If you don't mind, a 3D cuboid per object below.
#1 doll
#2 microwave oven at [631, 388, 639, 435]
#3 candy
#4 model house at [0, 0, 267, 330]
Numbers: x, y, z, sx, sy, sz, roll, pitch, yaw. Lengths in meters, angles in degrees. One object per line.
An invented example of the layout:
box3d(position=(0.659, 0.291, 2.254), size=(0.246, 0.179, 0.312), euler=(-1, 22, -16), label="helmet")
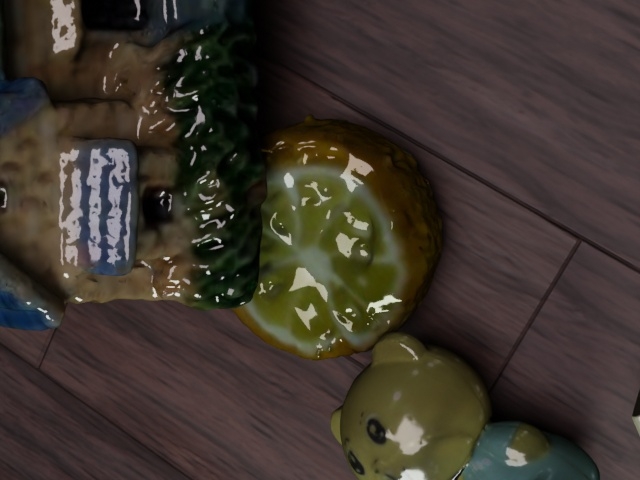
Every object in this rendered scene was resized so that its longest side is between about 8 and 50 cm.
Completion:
box3d(position=(0.138, 0.217, 1.016), size=(0.261, 0.161, 0.177), euler=(35, 131, 11), label="doll")
box3d(position=(0.422, 0.225, 0.917), size=(0.194, 0.145, 0.240), euler=(-24, 89, 26), label="microwave oven")
box3d(position=(0.000, 0.000, 1.059), size=(0.260, 0.118, 0.260), euler=(4, 101, 23), label="candy")
box3d(position=(-0.316, -0.140, 0.960), size=(0.395, 0.400, 0.445), euler=(7, 97, 44), label="model house")
